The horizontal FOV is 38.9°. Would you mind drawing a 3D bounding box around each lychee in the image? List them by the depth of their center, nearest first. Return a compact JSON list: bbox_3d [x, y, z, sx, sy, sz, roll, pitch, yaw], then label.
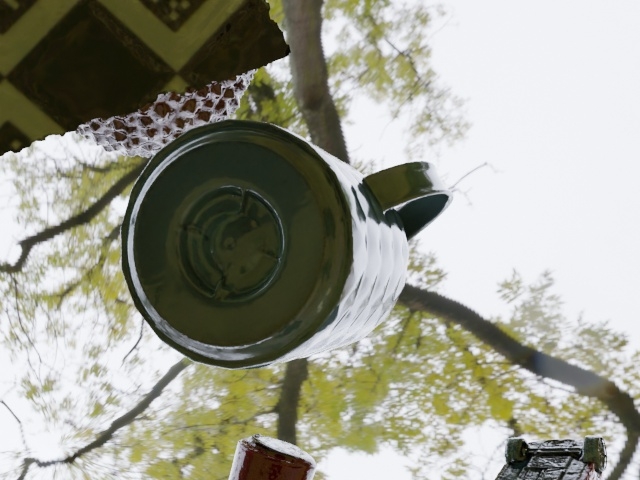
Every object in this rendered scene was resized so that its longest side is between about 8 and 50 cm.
[{"bbox_3d":[-0.202,-0.231,1.017,0.276,0.304,0.275,4,-105,-16],"label":"lychee"}]

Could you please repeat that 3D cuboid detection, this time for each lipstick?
[{"bbox_3d":[-0.072,0.305,0.841,0.080,0.080,0.241,18,-92,-11],"label":"lipstick"}]

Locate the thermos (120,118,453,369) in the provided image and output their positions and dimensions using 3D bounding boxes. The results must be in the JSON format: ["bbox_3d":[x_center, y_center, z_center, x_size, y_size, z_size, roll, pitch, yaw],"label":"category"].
[{"bbox_3d":[0.000,0.000,0.636,0.182,0.286,0.145,-34,-102,13],"label":"thermos"}]

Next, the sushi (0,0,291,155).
[{"bbox_3d":[-0.190,-0.162,0.380,0.264,0.050,0.290,-24,-86,-13],"label":"sushi"}]

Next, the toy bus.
[{"bbox_3d":[0.176,0.224,0.718,0.195,0.081,0.089,-26,-75,-60],"label":"toy bus"}]
